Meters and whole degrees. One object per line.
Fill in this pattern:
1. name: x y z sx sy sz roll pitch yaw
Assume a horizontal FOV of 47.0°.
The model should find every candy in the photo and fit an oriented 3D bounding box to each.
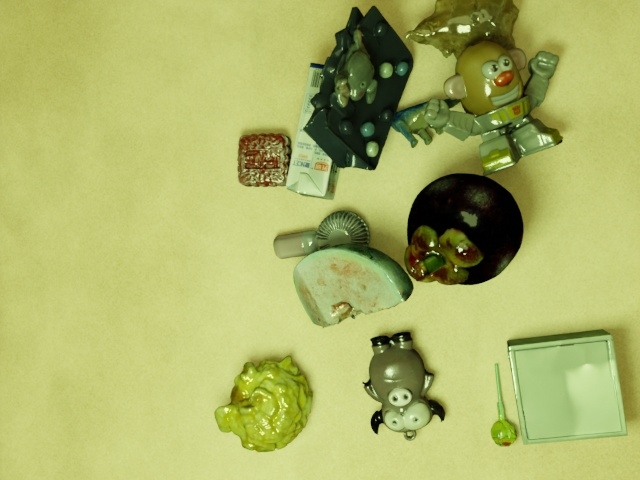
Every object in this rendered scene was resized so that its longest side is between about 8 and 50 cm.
1. candy: 0.428 0.390 1.746 0.058 0.062 0.193 -17 73 54

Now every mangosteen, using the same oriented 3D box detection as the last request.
1. mangosteen: 0.299 -0.006 1.638 0.275 0.275 0.302 43 56 9

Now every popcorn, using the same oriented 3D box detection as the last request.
1. popcorn: -0.135 0.391 1.782 0.217 0.181 0.234 4 83 13

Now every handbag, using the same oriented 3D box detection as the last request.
1. handbag: 0.092 -0.346 1.673 0.119 0.269 0.325 10 74 34

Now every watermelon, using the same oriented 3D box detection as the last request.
1. watermelon: 0.076 0.077 1.717 0.322 0.175 0.188 -18 101 39

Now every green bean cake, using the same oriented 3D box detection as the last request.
1. green bean cake: -0.142 -0.202 1.857 0.135 0.056 0.135 0 89 10

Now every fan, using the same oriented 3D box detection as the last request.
1. fan: 0.000 0.000 1.822 0.245 0.074 0.130 -8 99 16

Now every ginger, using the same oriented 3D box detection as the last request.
1. ginger: 0.333 -0.504 1.736 0.270 0.123 0.218 -18 103 14

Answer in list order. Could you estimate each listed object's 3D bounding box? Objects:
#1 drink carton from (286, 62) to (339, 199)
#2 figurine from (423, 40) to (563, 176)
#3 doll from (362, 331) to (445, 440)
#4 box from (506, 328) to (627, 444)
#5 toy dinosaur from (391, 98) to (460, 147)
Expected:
1. drink carton: 0.006 -0.259 1.792 0.107 0.130 0.314 11 91 13
2. figurine: 0.402 -0.314 1.676 0.343 0.167 0.284 -26 96 -34
3. doll: 0.193 0.350 1.753 0.182 0.117 0.257 -10 85 5
4. box: 0.556 0.332 1.683 0.225 0.117 0.224 -8 88 11
5. toy dinosaur: 0.224 -0.326 1.788 0.248 0.075 0.188 -45 68 9
